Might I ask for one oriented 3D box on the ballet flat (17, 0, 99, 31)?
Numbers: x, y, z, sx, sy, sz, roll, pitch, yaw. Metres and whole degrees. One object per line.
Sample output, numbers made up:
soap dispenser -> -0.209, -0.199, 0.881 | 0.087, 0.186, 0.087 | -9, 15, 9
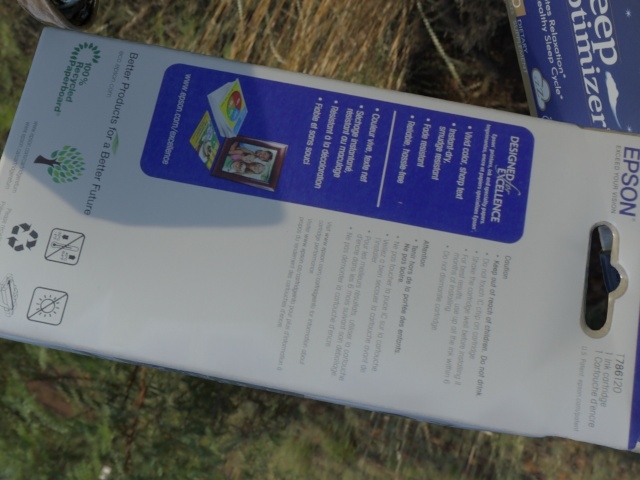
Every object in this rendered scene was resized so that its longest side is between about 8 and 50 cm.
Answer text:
ballet flat -> -0.275, -0.367, 0.746 | 0.124, 0.116, 0.342 | 38, 138, 24

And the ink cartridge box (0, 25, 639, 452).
ink cartridge box -> 0.000, 0.000, 0.380 | 0.333, 0.165, 0.065 | 11, 165, 3

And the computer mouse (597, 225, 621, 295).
computer mouse -> 0.280, -0.045, 0.527 | 0.184, 0.262, 0.060 | -13, -160, -5

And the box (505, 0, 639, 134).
box -> 0.191, -0.127, 0.447 | 0.225, 0.036, 0.136 | -149, 40, -71
